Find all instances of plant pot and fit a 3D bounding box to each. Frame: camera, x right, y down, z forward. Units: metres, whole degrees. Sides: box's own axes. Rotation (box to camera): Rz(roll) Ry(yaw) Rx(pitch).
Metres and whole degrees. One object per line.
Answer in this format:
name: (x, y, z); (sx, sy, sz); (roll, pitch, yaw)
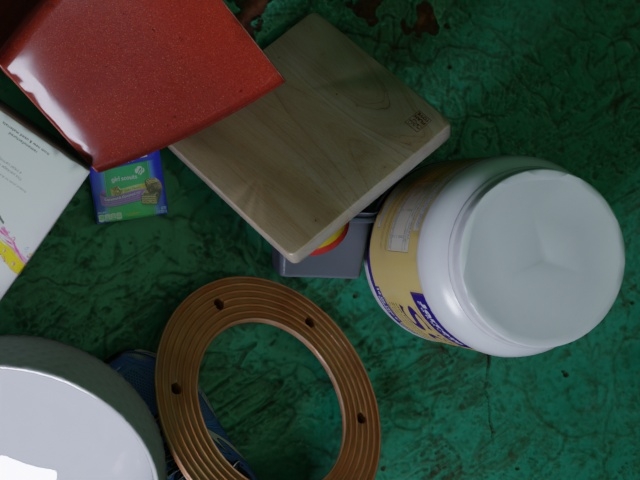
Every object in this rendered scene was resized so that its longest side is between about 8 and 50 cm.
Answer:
plant pot: (-0.238, -0.236, 1.847); (0.236, 0.267, 0.267); (-41, 117, 0)

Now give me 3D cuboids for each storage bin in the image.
storage bin: (0.000, 0.000, 2.020); (0.135, 0.098, 0.091); (1, 101, -15)

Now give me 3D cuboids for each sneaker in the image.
sneaker: (-0.150, 0.266, 1.953); (0.130, 0.147, 0.330); (-42, 100, -11)

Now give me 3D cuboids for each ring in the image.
ring: (-0.064, 0.204, 1.953); (0.336, 0.032, 0.337); (20, 55, -31)

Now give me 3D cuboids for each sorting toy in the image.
sorting toy: (-0.014, -0.113, 1.952); (0.255, 0.089, 0.257); (-40, 60, -14)

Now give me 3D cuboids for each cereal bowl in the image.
cereal bowl: (-0.340, 0.243, 1.866); (0.339, 0.141, 0.339); (2, 121, 4)

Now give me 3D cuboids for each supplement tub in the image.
supplement tub: (0.207, 0.017, 1.948); (0.241, 0.331, 0.241); (0, 91, -15)

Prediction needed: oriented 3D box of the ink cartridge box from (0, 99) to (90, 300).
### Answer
ink cartridge box: (-0.399, -0.038, 1.850); (0.168, 0.171, 0.233); (35, 91, -11)

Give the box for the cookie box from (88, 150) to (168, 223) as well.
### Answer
cookie box: (-0.241, -0.079, 1.974); (0.091, 0.040, 0.107); (-9, 93, -13)
